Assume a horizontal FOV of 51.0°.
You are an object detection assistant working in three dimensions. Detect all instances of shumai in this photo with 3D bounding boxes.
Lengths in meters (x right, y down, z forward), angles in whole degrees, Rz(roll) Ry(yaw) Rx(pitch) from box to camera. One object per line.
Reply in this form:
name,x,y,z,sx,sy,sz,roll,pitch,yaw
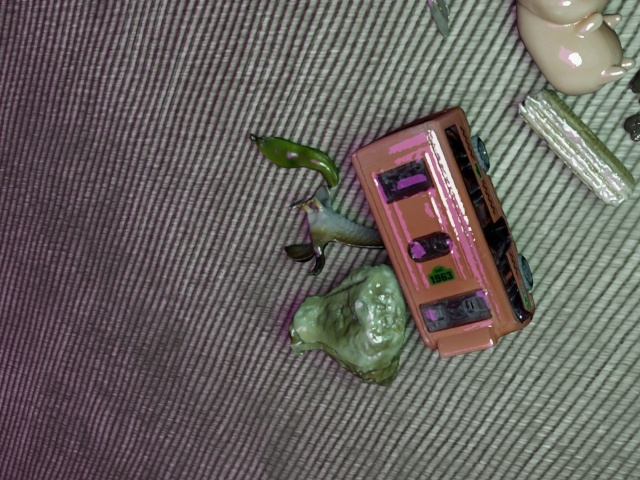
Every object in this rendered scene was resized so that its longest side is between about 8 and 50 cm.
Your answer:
shumai,0.052,0.158,1.296,0.222,0.225,0.260,7,141,-4

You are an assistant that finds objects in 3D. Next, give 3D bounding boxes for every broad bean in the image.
broad bean,-0.054,-0.175,1.399,0.214,0.048,0.070,28,128,12

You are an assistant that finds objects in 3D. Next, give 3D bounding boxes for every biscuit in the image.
biscuit,0.435,-0.161,1.137,0.239,0.108,0.062,47,117,5

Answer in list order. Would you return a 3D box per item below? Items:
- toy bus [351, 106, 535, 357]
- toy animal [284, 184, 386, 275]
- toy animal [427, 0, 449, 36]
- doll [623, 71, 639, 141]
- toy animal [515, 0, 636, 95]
toy bus,0.228,-0.010,1.212,0.203,0.233,0.426,-19,96,29
toy animal,-0.009,-0.011,1.350,0.273,0.197,0.160,-15,105,34
toy animal,0.177,-0.482,1.159,0.155,0.095,0.219,35,131,25
doll,0.564,-0.234,1.086,0.165,0.057,0.139,-33,93,34
toy animal,0.394,-0.355,1.073,0.154,0.166,0.250,-11,105,36
